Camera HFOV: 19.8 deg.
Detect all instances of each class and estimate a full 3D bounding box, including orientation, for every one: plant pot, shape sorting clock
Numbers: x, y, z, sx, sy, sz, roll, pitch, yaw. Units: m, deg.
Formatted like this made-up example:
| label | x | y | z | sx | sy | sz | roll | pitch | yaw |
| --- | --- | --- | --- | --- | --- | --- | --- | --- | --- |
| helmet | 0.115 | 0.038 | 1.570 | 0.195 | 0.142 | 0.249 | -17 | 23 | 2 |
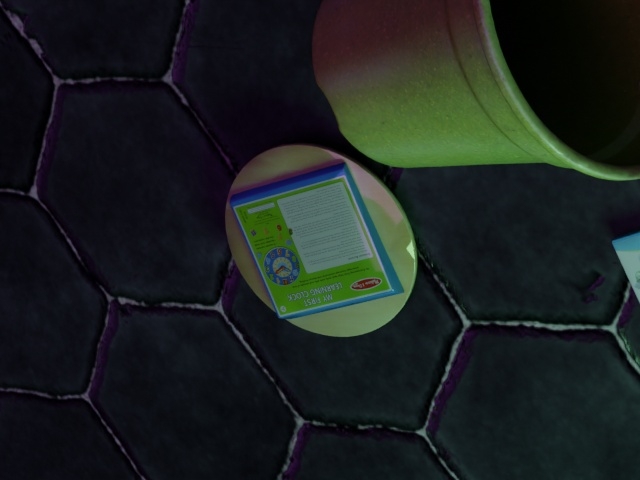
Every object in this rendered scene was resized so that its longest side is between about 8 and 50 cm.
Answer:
| label | x | y | z | sx | sy | sz | roll | pitch | yaw |
| --- | --- | --- | --- | --- | --- | --- | --- | --- | --- |
| plant pot | 0.137 | -0.166 | 1.480 | 0.254 | 0.276 | 0.276 | -11 | 105 | 49 |
| shape sorting clock | 0.000 | 0.000 | 1.777 | 0.206 | 0.040 | 0.206 | 13 | 117 | 26 |

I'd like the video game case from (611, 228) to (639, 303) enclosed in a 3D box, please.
| label | x | y | z | sx | sy | sz | roll | pitch | yaw |
| --- | --- | --- | --- | --- | --- | --- | --- | --- | --- |
| video game case | 0.336 | 0.057 | 1.587 | 0.119 | 0.015 | 0.166 | -19 | 100 | 40 |
